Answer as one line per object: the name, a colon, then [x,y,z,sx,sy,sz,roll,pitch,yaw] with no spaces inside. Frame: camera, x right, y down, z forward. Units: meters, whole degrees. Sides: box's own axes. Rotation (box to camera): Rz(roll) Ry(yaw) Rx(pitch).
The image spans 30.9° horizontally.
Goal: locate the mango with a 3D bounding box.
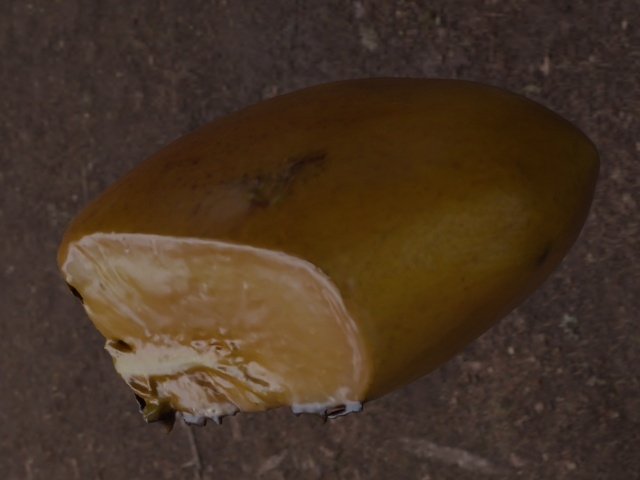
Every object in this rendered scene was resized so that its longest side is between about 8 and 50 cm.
mango: [0.000,0.000,0.514,0.252,0.154,0.126,-18,116,22]
